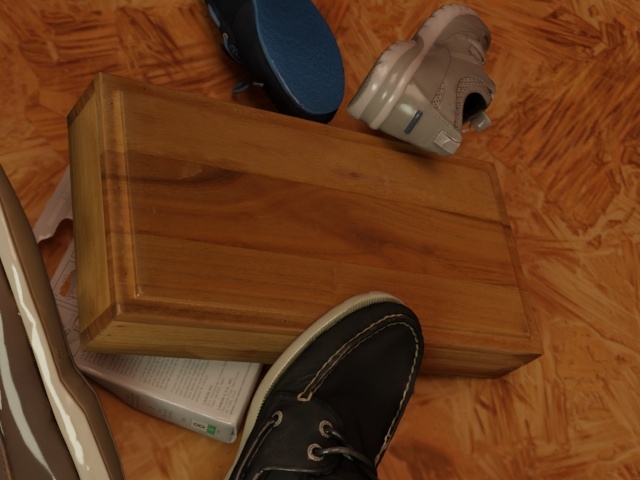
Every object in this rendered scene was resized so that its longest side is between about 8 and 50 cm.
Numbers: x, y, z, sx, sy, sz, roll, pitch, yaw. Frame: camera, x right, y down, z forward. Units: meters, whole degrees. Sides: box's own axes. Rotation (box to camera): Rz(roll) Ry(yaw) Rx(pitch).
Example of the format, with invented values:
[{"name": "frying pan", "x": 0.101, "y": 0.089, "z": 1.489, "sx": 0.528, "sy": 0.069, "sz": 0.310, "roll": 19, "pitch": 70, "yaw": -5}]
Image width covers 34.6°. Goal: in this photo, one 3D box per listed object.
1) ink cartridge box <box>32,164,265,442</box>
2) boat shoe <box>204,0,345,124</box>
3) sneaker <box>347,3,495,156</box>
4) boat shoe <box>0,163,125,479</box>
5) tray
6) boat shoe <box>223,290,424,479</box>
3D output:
[{"name": "ink cartridge box", "x": -0.146, "y": 0.051, "z": 0.879, "sx": 0.225, "sy": 0.056, "sz": 0.181, "roll": 19, "pitch": 58, "yaw": 3}, {"name": "boat shoe", "x": -0.052, "y": -0.208, "z": 1.028, "sx": 0.109, "sy": 0.089, "sz": 0.258, "roll": -2, "pitch": 57, "yaw": -34}, {"name": "sneaker", "x": 0.120, "y": -0.146, "z": 1.009, "sx": 0.115, "sy": 0.105, "sz": 0.281, "roll": 39, "pitch": 35, "yaw": 3}, {"name": "boat shoe", "x": -0.241, "y": 0.068, "z": 0.761, "sx": 0.097, "sy": 0.116, "sz": 0.324, "roll": -21, "pitch": 90, "yaw": -5}, {"name": "tray", "x": 0.000, "y": 0.000, "z": 0.868, "sx": 0.411, "sy": 0.076, "sz": 0.202, "roll": 8, "pitch": 59, "yaw": -33}, {"name": "boat shoe", "x": -0.012, "y": 0.185, "z": 0.727, "sx": 0.340, "sy": 0.113, "sz": 0.127, "roll": -48, "pitch": 121, "yaw": -19}]
